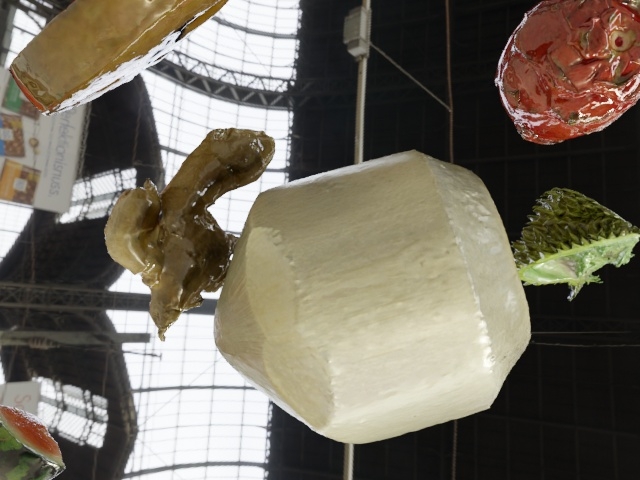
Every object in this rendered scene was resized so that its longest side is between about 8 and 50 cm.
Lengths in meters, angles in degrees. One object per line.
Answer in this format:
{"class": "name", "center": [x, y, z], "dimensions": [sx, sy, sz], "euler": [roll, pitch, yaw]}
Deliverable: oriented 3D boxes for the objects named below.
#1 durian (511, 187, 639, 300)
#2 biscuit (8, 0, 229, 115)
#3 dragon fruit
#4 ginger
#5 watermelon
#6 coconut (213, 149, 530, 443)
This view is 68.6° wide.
{"class": "durian", "center": [0.248, 0.014, 0.478], "dimensions": [0.100, 0.215, 0.086], "euler": [32, -98, 22]}
{"class": "biscuit", "center": [-0.123, -0.228, 0.428], "dimensions": [0.314, 0.063, 0.367], "euler": [-35, -150, 2]}
{"class": "dragon fruit", "center": [0.411, -0.281, 0.766], "dimensions": [0.241, 0.252, 0.240], "euler": [-6, -104, 25]}
{"class": "ginger", "center": [-0.113, -0.020, 0.460], "dimensions": [0.214, 0.133, 0.059], "euler": [-46, -153, -27]}
{"class": "watermelon", "center": [-0.425, 0.274, 0.657], "dimensions": [0.125, 0.094, 0.135], "euler": [-10, -73, 15]}
{"class": "coconut", "center": [0.033, 0.051, 0.421], "dimensions": [0.266, 0.237, 0.237], "euler": [-13, -110, 7]}
